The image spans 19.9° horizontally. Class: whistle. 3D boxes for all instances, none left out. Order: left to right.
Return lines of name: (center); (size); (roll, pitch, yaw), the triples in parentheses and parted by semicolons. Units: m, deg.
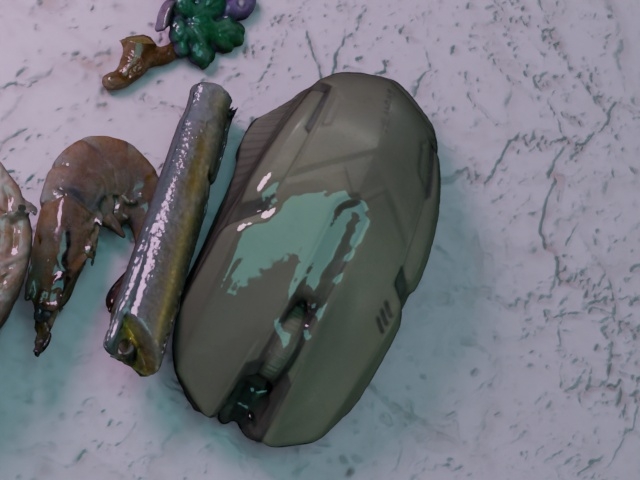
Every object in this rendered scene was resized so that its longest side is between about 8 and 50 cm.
whistle: (-0.154, -0.017, 1.862); (0.068, 0.057, 0.326); (38, 56, -36)

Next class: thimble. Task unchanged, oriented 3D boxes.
thimble: (-0.387, 0.019, 1.777); (0.196, 0.148, 0.229); (28, 69, -6)

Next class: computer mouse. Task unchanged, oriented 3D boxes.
computer mouse: (0.000, 0.001, 1.885); (0.228, 0.145, 0.429); (27, 71, -9)

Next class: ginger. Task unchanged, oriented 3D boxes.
ginger: (-0.195, -0.198, 1.942); (0.097, 0.030, 0.048); (-32, 87, -21)

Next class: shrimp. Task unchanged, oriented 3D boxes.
shrimp: (-0.228, 0.014, 1.867); (0.145, 0.059, 0.254); (18, 64, -27)

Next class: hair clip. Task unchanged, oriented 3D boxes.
hair clip: (-0.127, -0.282, 1.976); (0.124, 0.052, 0.195); (14, 77, -25)
